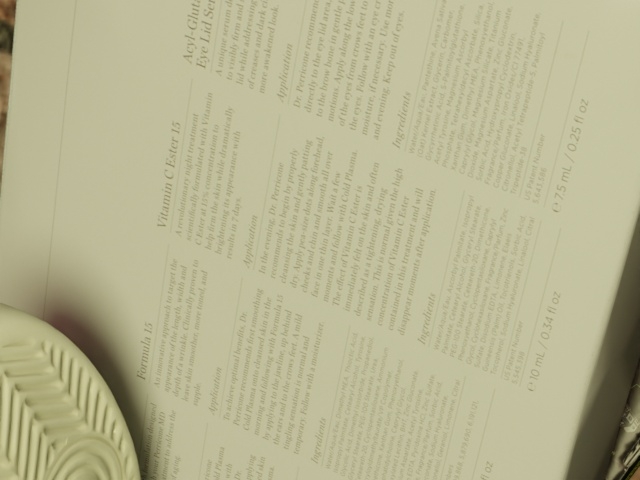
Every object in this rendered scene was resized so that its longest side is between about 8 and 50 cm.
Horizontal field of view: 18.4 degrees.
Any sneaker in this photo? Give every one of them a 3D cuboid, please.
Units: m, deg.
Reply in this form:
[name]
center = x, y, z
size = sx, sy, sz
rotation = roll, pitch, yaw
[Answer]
[sneaker]
center = -0.162, 0.166, 0.899
size = 0.148, 0.131, 0.350
rotation = 16, 132, 29

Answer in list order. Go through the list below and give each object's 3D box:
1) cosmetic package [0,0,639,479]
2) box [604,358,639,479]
[cosmetic package]
center = 0.000, 0.000, 0.855
size = 0.284, 0.097, 0.377
rotation = 22, 123, 18
[box]
center = 0.105, 0.010, 0.939
size = 0.190, 0.045, 0.184
rotation = 37, 100, 16
